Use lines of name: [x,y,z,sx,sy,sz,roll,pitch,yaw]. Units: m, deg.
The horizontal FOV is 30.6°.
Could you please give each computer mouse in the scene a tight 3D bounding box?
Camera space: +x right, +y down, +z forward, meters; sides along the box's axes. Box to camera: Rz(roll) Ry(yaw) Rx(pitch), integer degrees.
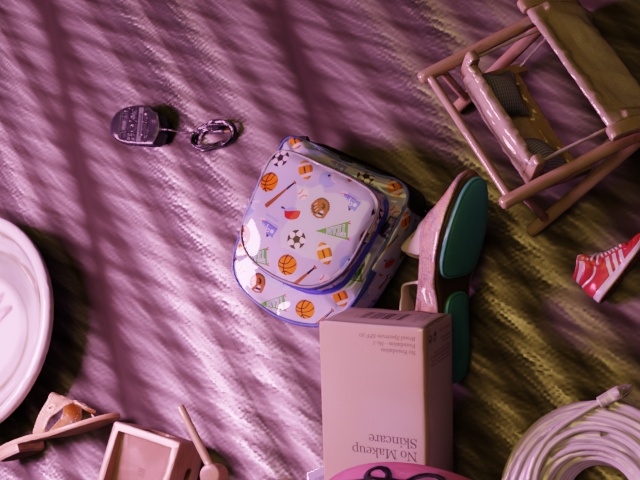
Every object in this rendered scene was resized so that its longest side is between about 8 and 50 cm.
computer mouse: [-0.250,-0.188,1.996,0.242,0.041,0.071,8,88,20]

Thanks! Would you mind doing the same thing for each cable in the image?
cable: [0.364,0.339,1.534,0.257,0.089,0.257,-22,69,19]

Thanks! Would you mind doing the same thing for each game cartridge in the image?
game cartridge: [0.011,0.376,1.731,0.056,0.017,0.083,-25,67,14]

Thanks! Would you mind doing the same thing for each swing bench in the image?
swing bench: [0.321,-0.191,1.651,0.254,0.165,0.253,-35,64,13]

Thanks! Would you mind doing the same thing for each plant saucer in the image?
plant saucer: [-0.608,0.154,2.033,0.400,0.100,0.400,-7,74,23]

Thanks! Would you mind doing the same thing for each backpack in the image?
backpack: [0.000,0.000,1.738,0.276,0.213,0.263,27,99,25]

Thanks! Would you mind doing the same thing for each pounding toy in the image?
pounding toy: [-0.222,0.344,1.804,0.206,0.094,0.181,12,83,27]

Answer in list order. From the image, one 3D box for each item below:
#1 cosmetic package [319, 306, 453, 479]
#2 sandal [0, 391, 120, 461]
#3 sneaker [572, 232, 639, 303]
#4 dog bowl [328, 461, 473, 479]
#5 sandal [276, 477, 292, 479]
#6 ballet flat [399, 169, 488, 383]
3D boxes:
cosmetic package: [0.093,0.255,1.611,0.160,0.113,0.309,1,98,26]
sandal: [-0.443,0.292,1.926,0.240,0.088,0.079,-24,73,23]
sneaker: [0.401,0.022,1.626,0.067,0.042,0.118,41,98,25]
dog bowl: [0.130,0.439,1.466,0.408,0.408,0.150,2,43,26]
sandal: [-0.070,0.442,1.732,0.072,0.049,0.180,2,77,26]
ballet flat: [0.162,0.050,1.664,0.106,0.107,0.316,14,100,40]
